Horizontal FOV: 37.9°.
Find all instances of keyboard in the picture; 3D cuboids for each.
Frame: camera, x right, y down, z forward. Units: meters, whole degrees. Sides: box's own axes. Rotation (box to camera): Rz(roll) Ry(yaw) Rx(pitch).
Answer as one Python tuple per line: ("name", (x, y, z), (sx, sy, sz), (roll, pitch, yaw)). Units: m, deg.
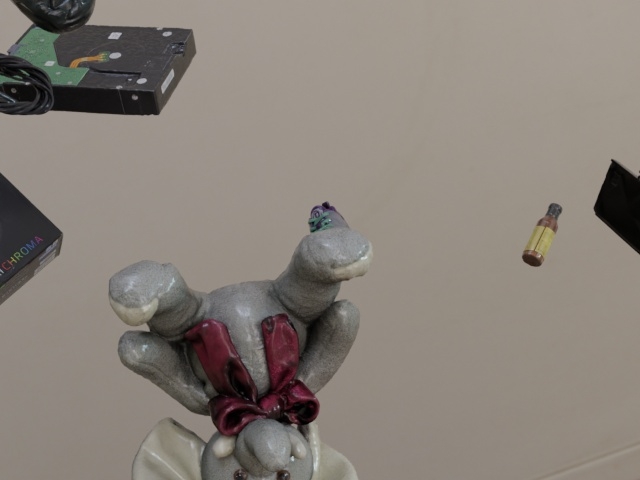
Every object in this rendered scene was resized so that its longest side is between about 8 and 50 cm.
("keyboard", (0.377, -0.022, 1.005), (0.192, 0.038, 0.100), (54, -39, 46))

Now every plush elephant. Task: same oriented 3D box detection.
("plush elephant", (-0.075, 0.179, 1.014), (0.330, 0.272, 0.255), (106, -27, -59))

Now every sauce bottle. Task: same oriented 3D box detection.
("sauce bottle", (0.409, -0.012, 1.702), (0.128, 0.042, 0.042), (-57, 144, -24))

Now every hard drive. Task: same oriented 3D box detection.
("hard drive", (-0.429, -0.325, 1.755), (0.237, 0.339, 0.064), (-74, 165, -48))

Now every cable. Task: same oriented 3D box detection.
("cable", (-0.524, -0.259, 1.518), (0.184, 0.047, 0.150), (27, 30, -4))

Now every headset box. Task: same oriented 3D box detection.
("headset box", (-0.646, -0.014, 1.644), (0.283, 0.246, 0.131), (44, -28, 1))

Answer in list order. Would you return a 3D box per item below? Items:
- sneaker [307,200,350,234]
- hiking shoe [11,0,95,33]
("sneaker", (0.000, 0.000, 1.443), (0.098, 0.083, 0.223), (61, 12, -5))
("hiking shoe", (-0.334, -0.325, 1.043), (0.304, 0.113, 0.132), (52, -21, 23))
